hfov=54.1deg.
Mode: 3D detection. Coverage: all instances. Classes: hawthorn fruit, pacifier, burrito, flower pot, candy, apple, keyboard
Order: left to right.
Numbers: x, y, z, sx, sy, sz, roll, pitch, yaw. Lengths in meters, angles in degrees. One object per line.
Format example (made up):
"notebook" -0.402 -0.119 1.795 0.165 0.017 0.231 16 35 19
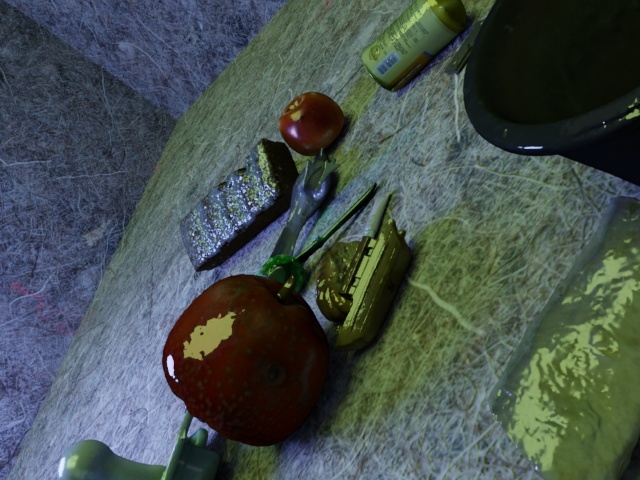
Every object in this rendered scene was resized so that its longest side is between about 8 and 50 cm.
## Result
"pacifier" -0.328 0.431 1.111 0.288 0.269 0.343 115 175 -52
"hawthorn fruit" -0.112 0.180 1.016 0.299 0.275 0.275 -59 24 12
"apple" -0.025 -0.296 1.576 0.163 0.139 0.163 -45 17 17
"candy" 0.000 0.000 1.276 0.323 0.097 0.097 -44 26 5
"keyboard" 0.299 -0.391 1.267 0.129 0.015 0.049 -56 20 0
"burrito" 0.269 0.103 0.611 0.299 0.105 0.143 -58 29 -9
"flower pot" 0.356 -0.188 0.630 0.379 0.251 0.379 -42 30 32

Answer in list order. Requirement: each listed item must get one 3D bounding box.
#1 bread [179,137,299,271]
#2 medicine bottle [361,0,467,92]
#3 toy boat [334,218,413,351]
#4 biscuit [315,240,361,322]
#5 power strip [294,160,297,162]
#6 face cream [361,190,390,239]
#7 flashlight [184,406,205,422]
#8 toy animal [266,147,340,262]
"bread" -0.220 -0.081 1.644 0.417 0.113 0.165 -38 65 35
"medicine bottle" 0.209 -0.442 1.371 0.239 0.124 0.124 -37 31 33
"toy boat" 0.078 0.073 1.017 0.088 0.068 0.225 16 76 36
"biscuit" 0.028 0.075 1.129 0.118 0.061 0.183 -43 28 29
"power strip" -0.110 -0.181 1.740 0.136 0.019 0.050 -37 29 35
"face cream" 0.105 -0.046 1.186 0.038 0.020 0.115 -20 38 49
"flashlight" -0.266 0.358 1.340 0.057 0.035 0.121 -59 24 -9
"toy animal" -0.022 -0.108 1.402 0.205 0.081 0.367 121 171 -58
